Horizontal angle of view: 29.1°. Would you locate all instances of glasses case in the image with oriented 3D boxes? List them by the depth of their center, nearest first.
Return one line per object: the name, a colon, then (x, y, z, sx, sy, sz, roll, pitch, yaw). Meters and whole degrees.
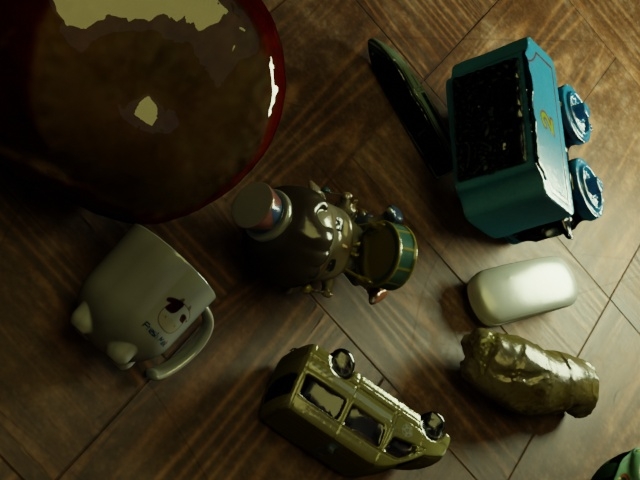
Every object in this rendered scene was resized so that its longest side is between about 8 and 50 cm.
glasses case: (0.325, 0.079, 1.969, 0.233, 0.059, 0.092, -11, 77, -41)

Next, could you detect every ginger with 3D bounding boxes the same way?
ginger: (0.317, 0.209, 1.870, 0.263, 0.116, 0.109, 19, 98, -35)

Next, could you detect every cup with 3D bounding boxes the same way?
cup: (-0.219, 0.084, 1.502, 0.134, 0.173, 0.142, 36, 76, 18)

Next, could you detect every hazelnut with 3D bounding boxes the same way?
hazelnut: (-0.249, -0.204, 1.497, 0.409, 0.359, 0.359, 28, 54, -19)

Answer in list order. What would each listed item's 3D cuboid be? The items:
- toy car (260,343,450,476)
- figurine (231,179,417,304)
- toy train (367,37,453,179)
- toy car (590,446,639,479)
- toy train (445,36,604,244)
toy car: (0.047, 0.247, 1.641, 0.257, 0.101, 0.124, 36, 55, -17)
figurine: (-0.006, -0.001, 1.683, 0.275, 0.158, 0.161, 8, 90, -36)
toy train: (0.152, -0.221, 1.989, 0.048, 0.055, 0.252, -26, 86, -43)
toy car: (0.448, 0.447, 1.835, 0.125, 0.136, 0.306, 20, 57, -13)
toy train: (0.321, -0.143, 1.962, 0.265, 0.188, 0.300, 30, 50, -49)
